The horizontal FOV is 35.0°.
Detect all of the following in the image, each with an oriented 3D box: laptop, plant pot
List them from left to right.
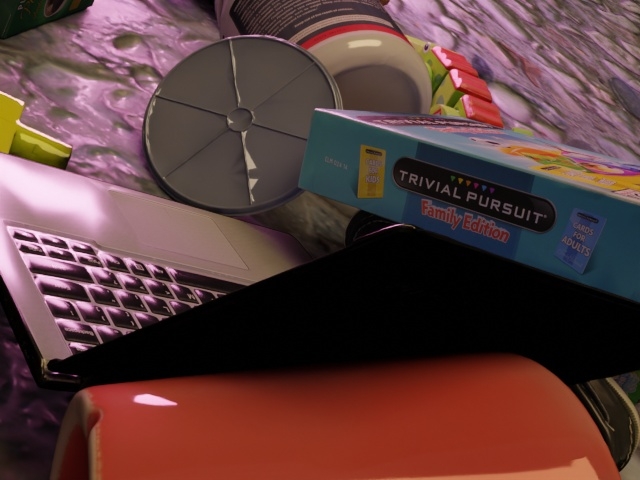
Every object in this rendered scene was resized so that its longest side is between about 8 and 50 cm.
[{"bbox_3d":[-0.013,0.180,0.528,0.243,0.275,0.275,8,37,-20],"label":"plant pot"},{"bbox_3d":[0.000,0.000,0.716,0.382,0.236,0.408,17,26,-46],"label":"laptop"}]

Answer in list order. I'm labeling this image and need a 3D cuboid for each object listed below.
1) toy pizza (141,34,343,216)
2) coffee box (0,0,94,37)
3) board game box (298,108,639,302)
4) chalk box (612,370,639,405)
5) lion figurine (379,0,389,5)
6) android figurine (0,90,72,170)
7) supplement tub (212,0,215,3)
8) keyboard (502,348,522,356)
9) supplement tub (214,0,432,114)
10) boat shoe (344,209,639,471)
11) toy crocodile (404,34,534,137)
[{"bbox_3d":[-0.076,-0.112,1.001,0.201,0.201,0.032,45,-10,22],"label":"toy pizza"},{"bbox_3d":[-0.288,-0.292,1.099,0.040,0.113,0.184,35,31,3],"label":"coffee box"},{"bbox_3d":[0.191,-0.043,0.910,0.336,0.079,0.254,21,16,34],"label":"board game box"},{"bbox_3d":[0.286,0.090,1.047,0.213,0.132,0.132,28,29,-6],"label":"chalk box"},{"bbox_3d":[0.032,-0.435,1.591,0.392,0.142,0.240,-6,54,-53],"label":"lion figurine"},{"bbox_3d":[-0.336,-0.088,0.805,0.273,0.056,0.248,22,32,-22],"label":"android figurine"},{"bbox_3d":[-0.116,-0.380,1.387,0.117,0.117,0.190,1,42,-43],"label":"supplement tub"},{"bbox_3d":[0.170,0.203,0.669,0.201,0.033,0.317,-126,-168,-63],"label":"keyboard"},{"bbox_3d":[-0.006,-0.213,1.167,0.191,0.191,0.272,10,37,-34],"label":"supplement tub"},{"bbox_3d":[0.142,0.092,0.919,0.340,0.127,0.113,48,20,9],"label":"boat shoe"},{"bbox_3d":[0.190,-0.193,1.408,0.115,0.105,0.340,16,33,-27],"label":"toy crocodile"}]
